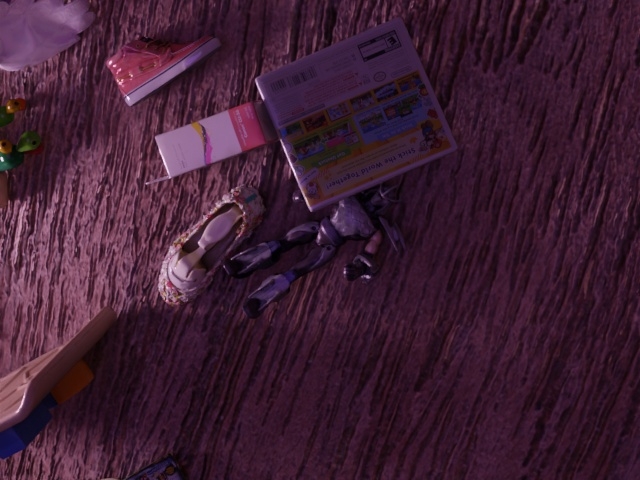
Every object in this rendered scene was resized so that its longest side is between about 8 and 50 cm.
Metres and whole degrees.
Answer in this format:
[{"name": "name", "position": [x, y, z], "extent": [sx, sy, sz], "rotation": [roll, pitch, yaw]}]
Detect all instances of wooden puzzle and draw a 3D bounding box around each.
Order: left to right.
[{"name": "wooden puzzle", "position": [-0.476, 0.262, 1.508], "extent": [0.347, 0.322, 0.081], "rotation": [-33, 99, 18]}]

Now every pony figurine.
[{"name": "pony figurine", "position": [-0.562, -0.339, 1.468], "extent": [0.351, 0.303, 0.364], "rotation": [-37, 67, 13]}]

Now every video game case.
[{"name": "video game case", "position": [0.050, -0.178, 1.407], "extent": [0.226, 0.026, 0.206], "rotation": [-23, 87, 0]}]

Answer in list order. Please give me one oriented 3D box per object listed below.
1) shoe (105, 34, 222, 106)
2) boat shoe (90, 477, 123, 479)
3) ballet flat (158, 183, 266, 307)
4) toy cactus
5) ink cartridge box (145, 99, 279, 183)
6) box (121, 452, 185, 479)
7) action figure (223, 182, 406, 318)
[{"name": "shoe", "position": [-0.237, -0.276, 1.485], "extent": [0.178, 0.063, 0.081], "rotation": [-28, 97, 21]}, {"name": "boat shoe", "position": [-0.421, 0.444, 1.651], "extent": [0.223, 0.073, 0.080], "rotation": [-13, 94, 15]}, {"name": "ballet flat", "position": [-0.179, 0.010, 1.513], "extent": [0.091, 0.077, 0.241], "rotation": [40, 107, 4]}, {"name": "toy cactus", "position": [-0.529, -0.140, 1.578], "extent": [0.218, 0.112, 0.181], "rotation": [2, 119, 10]}, {"name": "ink cartridge box", "position": [-0.161, -0.146, 1.461], "extent": [0.198, 0.115, 0.067], "rotation": [-18, 96, 16]}, {"name": "box", "position": [-0.279, 0.416, 1.597], "extent": [0.137, 0.027, 0.094], "rotation": [-28, 93, -18]}, {"name": "action figure", "position": [0.000, 0.000, 1.456], "extent": [0.285, 0.099, 0.185], "rotation": [-34, 77, 13]}]
